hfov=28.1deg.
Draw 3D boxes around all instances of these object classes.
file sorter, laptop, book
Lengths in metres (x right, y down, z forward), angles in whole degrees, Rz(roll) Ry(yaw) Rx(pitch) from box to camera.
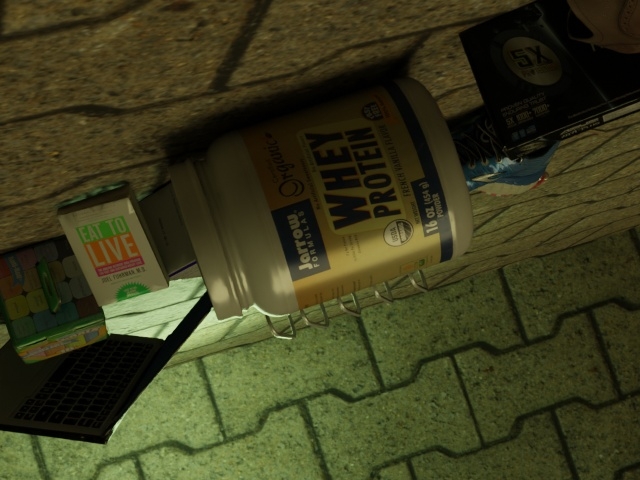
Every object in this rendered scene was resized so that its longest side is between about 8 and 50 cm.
[{"bbox_3d":[0.027,0.050,2.245,0.278,0.173,0.193,-21,170,10],"label":"file sorter"},{"bbox_3d":[-0.334,0.127,2.001,0.408,0.236,0.382,6,-162,6],"label":"laptop"},{"bbox_3d":[-0.259,0.009,1.602,0.096,0.144,0.035,-17,-148,5],"label":"book"}]

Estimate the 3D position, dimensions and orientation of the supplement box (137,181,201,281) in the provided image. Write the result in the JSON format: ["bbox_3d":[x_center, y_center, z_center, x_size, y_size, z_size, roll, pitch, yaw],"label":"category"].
[{"bbox_3d":[-0.135,-0.019,1.730,0.114,0.111,0.220,-27,167,38],"label":"supplement box"}]

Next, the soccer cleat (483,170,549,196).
[{"bbox_3d":[0.301,-0.109,2.180,0.095,0.083,0.248,-21,174,35],"label":"soccer cleat"}]

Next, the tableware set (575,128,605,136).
[{"bbox_3d":[0.410,-0.188,2.060,0.128,0.039,0.194,-21,170,10],"label":"tableware set"}]

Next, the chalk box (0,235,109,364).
[{"bbox_3d":[-0.373,0.079,1.753,0.132,0.132,0.213,-18,169,-10],"label":"chalk box"}]

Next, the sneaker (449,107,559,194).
[{"bbox_3d":[0.215,-0.131,1.843,0.330,0.129,0.147,-17,156,-32],"label":"sneaker"}]

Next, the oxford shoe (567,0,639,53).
[{"bbox_3d":[0.294,-0.260,1.215,0.133,0.130,0.363,-4,164,9],"label":"oxford shoe"}]

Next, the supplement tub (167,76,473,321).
[{"bbox_3d":[-0.002,-0.043,1.508,0.316,0.228,0.228,-19,170,-5],"label":"supplement tub"}]

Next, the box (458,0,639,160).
[{"bbox_3d":[0.268,-0.193,1.444,0.180,0.147,0.077,-21,170,12],"label":"box"}]
